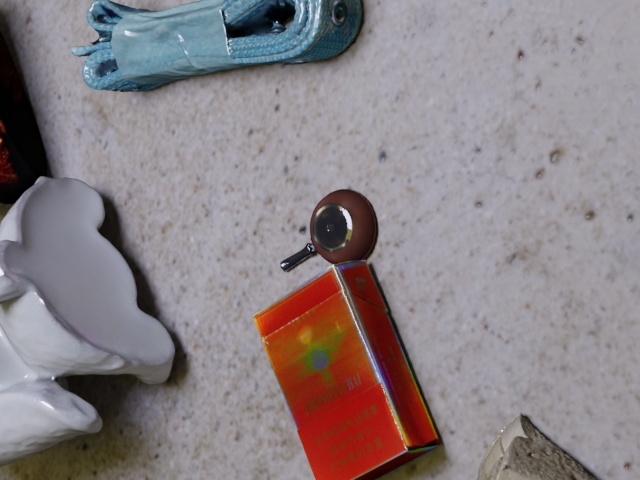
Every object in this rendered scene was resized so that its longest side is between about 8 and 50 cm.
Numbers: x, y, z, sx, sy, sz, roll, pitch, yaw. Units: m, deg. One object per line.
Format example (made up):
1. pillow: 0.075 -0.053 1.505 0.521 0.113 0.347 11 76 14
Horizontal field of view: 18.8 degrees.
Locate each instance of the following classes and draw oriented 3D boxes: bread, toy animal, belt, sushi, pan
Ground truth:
1. bread: 0.196 0.215 1.529 0.152 0.105 0.077 27 111 2
2. toy animal: -0.304 0.094 1.826 0.265 0.206 0.271 -37 71 30
3. belt: -0.099 -0.189 1.732 0.302 0.072 0.087 -5 92 38
4. sushi: -0.363 -0.131 1.889 0.126 0.136 0.225 -19 100 12
5. pan: -0.001 0.000 1.684 0.115 0.023 0.068 -33 72 35

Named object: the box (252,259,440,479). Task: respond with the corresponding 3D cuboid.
1. box: 0.020 0.118 1.655 0.112 0.048 0.175 -32 72 37
